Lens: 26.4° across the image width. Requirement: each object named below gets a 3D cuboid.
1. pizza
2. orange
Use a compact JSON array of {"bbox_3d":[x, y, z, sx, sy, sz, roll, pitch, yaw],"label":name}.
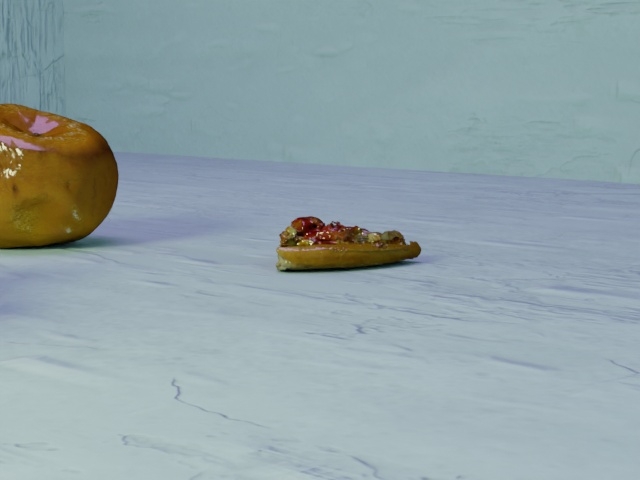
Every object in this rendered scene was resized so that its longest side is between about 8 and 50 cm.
[{"bbox_3d":[0.000,0.000,1.705,0.201,0.053,0.193,-6,9,-37],"label":"pizza"},{"bbox_3d":[-0.400,-0.081,1.883,0.249,0.183,0.249,13,19,-5],"label":"orange"}]
